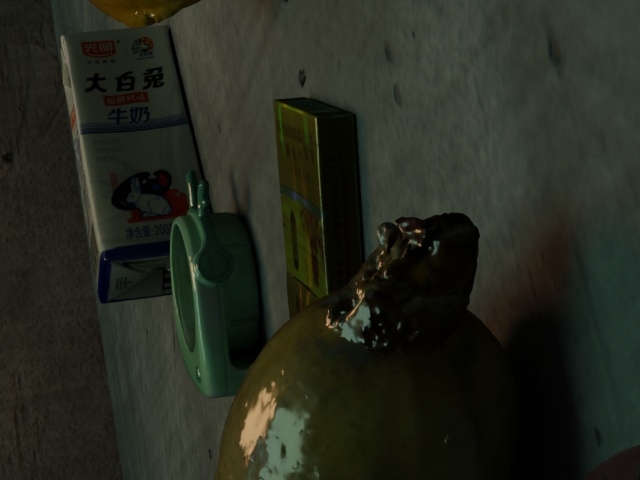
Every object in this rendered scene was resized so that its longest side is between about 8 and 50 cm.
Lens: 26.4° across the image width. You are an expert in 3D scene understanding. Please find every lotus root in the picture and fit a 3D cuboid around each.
[{"bbox_3d":[0.018,0.128,0.682,0.169,0.151,0.343,-57,-23,-51],"label":"lotus root"}]

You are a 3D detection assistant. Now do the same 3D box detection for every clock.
[{"bbox_3d":[-0.104,0.039,1.317,0.159,0.066,0.211,-143,48,-70],"label":"clock"}]

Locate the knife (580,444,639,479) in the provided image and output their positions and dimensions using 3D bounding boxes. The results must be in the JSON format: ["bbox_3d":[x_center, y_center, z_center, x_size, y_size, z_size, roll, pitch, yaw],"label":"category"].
[{"bbox_3d":[0.114,0.143,0.628,0.247,0.018,0.035,108,154,-54],"label":"knife"}]

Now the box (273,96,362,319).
[{"bbox_3d":[0.000,0.000,0.969,0.121,0.030,0.193,-144,49,-71],"label":"box"}]

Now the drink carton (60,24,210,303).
[{"bbox_3d":[-0.211,-0.092,1.543,0.107,0.130,0.315,108,151,-57],"label":"drink carton"}]

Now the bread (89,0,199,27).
[{"bbox_3d":[-0.204,-0.360,1.032,0.375,0.165,0.237,56,-174,-34],"label":"bread"}]
